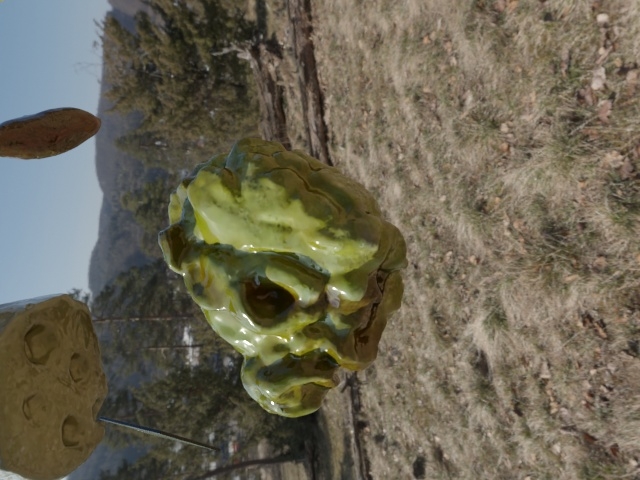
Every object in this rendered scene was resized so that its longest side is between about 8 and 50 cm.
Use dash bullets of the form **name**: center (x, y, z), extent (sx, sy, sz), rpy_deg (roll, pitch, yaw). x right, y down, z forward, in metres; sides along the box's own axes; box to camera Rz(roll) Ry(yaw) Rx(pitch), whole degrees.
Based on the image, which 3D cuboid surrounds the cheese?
- **cheese**: center (-0.484, 0.246, 0.701), extent (0.326, 0.115, 0.317), rpy_deg (-98, -5, -45)

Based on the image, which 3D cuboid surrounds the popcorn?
- **popcorn**: center (-0.021, 0.029, 0.424), extent (0.226, 0.174, 0.285), rpy_deg (-25, 95, 24)

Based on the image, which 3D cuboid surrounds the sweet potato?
- **sweet potato**: center (-0.653, -0.223, 0.881), extent (0.109, 0.385, 0.109), rpy_deg (13, 118, 26)

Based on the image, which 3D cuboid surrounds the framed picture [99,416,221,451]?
- **framed picture**: center (-0.504, 0.607, 1.277), extent (0.324, 0.244, 0.013), rpy_deg (-8, 52, 35)
